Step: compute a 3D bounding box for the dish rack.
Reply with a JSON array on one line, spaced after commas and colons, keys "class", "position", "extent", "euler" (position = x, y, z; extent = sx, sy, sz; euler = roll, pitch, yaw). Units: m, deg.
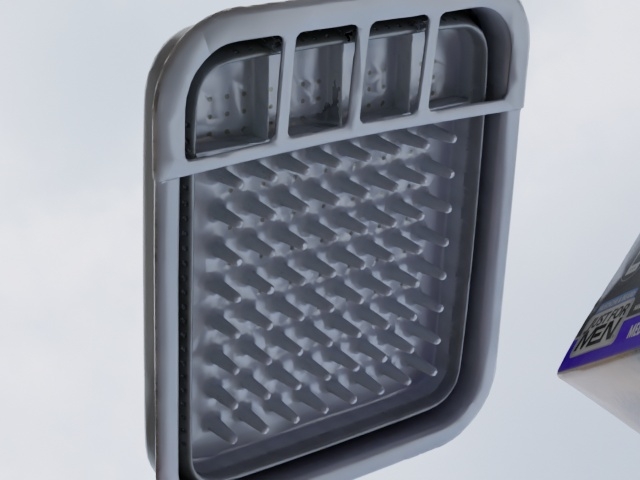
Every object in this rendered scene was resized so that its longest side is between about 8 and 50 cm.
[{"class": "dish rack", "position": [0.000, 0.000, 0.924], "extent": [0.072, 0.286, 0.332], "euler": [26, -58, 46]}]

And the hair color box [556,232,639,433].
[{"class": "hair color box", "position": [0.289, 0.102, 0.612], "extent": [0.339, 0.185, 0.110], "euler": [36, -107, -2]}]
